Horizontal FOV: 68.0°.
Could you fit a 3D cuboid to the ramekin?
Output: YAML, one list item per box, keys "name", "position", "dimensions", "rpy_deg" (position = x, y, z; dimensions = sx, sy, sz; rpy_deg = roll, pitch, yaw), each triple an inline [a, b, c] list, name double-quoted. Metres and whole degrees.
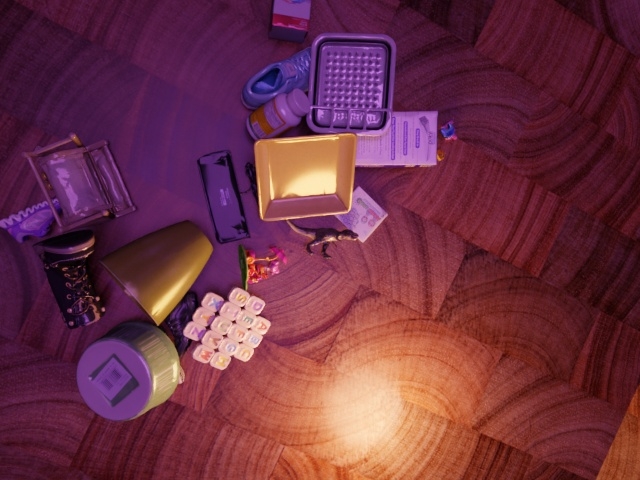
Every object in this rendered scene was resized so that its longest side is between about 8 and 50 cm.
- name: "ramekin"
  position: [-0.625, 0.425, 1.529]
  dimensions: [0.302, 0.148, 0.304]
  rpy_deg: [1, 96, 11]

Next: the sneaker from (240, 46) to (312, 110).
- name: "sneaker"
  position: [-0.100, -0.560, 1.619]
  dimensions: [0.365, 0.150, 0.135]
  rpy_deg: [-35, 100, -7]

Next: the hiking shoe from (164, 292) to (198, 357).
- name: "hiking shoe"
  position: [-0.493, 0.287, 1.639]
  dimensions: [0.114, 0.086, 0.227]
  rpy_deg: [9, 84, -2]

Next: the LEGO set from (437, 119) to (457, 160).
- name: "LEGO set"
  position: [0.437, -0.353, 1.769]
  dimensions: [0.227, 0.087, 0.093]
  rpy_deg: [-35, 99, -6]

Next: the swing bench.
- name: "swing bench"
  position: [-0.733, -0.177, 1.476]
  dimensions: [0.165, 0.255, 0.254]
  rpy_deg: [-21, 97, 0]

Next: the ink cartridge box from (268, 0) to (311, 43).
- name: "ink cartridge box"
  position: [-0.103, -0.788, 1.615]
  dimensions: [0.127, 0.128, 0.177]
  rpy_deg: [5, 93, -11]

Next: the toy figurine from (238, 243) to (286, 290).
- name: "toy figurine"
  position: [-0.197, 0.087, 1.671]
  dimensions: [0.159, 0.130, 0.173]
  rpy_deg: [-8, 117, -20]

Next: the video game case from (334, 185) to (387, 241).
- name: "video game case"
  position: [0.149, -0.097, 1.762]
  dimensions: [0.157, 0.019, 0.143]
  rpy_deg: [43, 85, -11]

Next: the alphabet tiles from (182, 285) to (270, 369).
- name: "alphabet tiles"
  position: [-0.318, 0.305, 1.647]
  dimensions: [0.277, 0.021, 0.284]
  rpy_deg: [35, 85, -32]

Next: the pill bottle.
- name: "pill bottle"
  position: [-0.138, -0.417, 1.586]
  dimensions: [0.208, 0.117, 0.118]
  rpy_deg: [-24, 100, 33]

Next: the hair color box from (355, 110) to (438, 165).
- name: "hair color box"
  position: [0.238, -0.355, 1.680]
  dimensions: [0.338, 0.110, 0.186]
  rpy_deg: [1, 94, 6]

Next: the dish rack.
- name: "dish rack"
  position: [0.105, -0.517, 1.597]
  dimensions: [0.285, 0.072, 0.333]
  rpy_deg: [4, 92, 6]

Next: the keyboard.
- name: "keyboard"
  position: [-0.301, -0.160, 1.666]
  dimensions: [0.201, 0.033, 0.318]
  rpy_deg: [-13, 97, -4]

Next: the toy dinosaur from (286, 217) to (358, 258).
- name: "toy dinosaur"
  position: [0.000, 0.000, 1.720]
  dimensions: [0.267, 0.064, 0.118]
  rpy_deg: [9, 78, -10]

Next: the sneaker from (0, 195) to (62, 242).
- name: "sneaker"
  position: [-0.898, -0.068, 1.530]
  dimensions: [0.236, 0.095, 0.105]
  rpy_deg: [-26, 105, -3]

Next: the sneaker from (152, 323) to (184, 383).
- name: "sneaker"
  position: [-0.567, 0.407, 1.623]
  dimensions: [0.132, 0.086, 0.229]
  rpy_deg: [-21, 98, -7]

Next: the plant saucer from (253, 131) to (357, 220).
- name: "plant saucer"
  position: [-0.054, -0.229, 1.616]
  dimensions: [0.332, 0.081, 0.333]
  rpy_deg: [-7, 134, -9]

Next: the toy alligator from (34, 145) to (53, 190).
- name: "toy alligator"
  position: [-0.870, -0.220, 1.541]
  dimensions: [0.056, 0.051, 0.190]
  rpy_deg: [-29, 78, -9]

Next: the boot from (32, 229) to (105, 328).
- name: "boot"
  position: [-0.746, 0.122, 1.450]
  dimensions: [0.138, 0.377, 0.285]
  rpy_deg: [-26, 105, -43]

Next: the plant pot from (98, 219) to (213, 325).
- name: "plant pot"
  position: [-0.506, 0.076, 1.545]
  dimensions: [0.293, 0.274, 0.275]
  rpy_deg: [-43, 101, -23]
